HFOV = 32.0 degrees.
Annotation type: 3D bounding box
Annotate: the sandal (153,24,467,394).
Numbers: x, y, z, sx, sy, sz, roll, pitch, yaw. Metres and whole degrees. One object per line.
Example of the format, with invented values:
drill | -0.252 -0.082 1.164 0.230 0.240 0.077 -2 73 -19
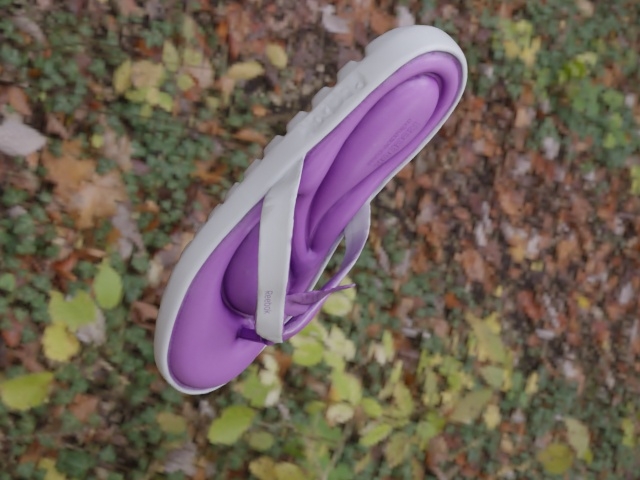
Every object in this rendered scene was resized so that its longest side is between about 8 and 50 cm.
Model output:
sandal | -0.011 -0.001 0.973 0.169 0.102 0.416 9 123 -48
